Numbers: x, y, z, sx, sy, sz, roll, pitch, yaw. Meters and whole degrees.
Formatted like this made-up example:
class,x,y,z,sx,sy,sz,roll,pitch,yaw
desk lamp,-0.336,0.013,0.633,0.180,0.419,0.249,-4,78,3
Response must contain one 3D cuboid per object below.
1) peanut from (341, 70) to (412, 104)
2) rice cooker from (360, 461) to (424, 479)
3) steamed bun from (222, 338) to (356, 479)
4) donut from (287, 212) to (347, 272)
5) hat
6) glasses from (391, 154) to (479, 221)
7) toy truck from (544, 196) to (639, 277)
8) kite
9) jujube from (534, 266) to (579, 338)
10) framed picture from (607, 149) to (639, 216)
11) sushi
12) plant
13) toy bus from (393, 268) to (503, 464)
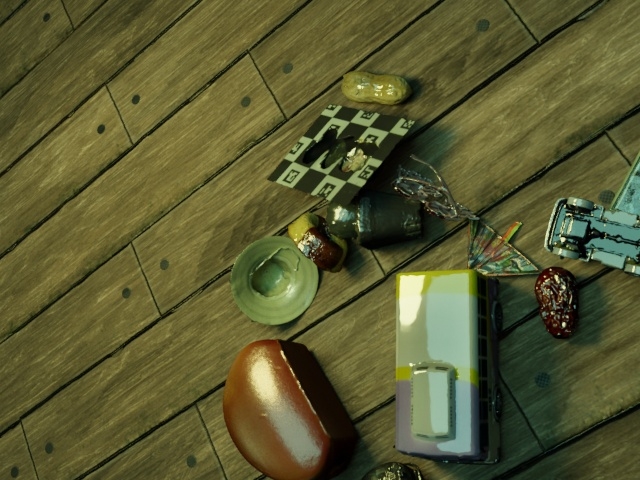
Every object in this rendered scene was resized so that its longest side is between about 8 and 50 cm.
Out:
class,x,y,z,sx,sy,sz,roll,pitch,yaw
peanut,0.148,-0.415,2.047,0.214,0.099,0.099,15,87,23
rice cooker,0.170,0.600,1.805,0.165,0.106,0.112,-37,42,26
steamed bun,-0.097,0.452,1.905,0.248,0.235,0.379,-37,66,13
donut,0.000,0.000,1.989,0.073,0.166,0.184,-53,48,23
hat,-0.137,0.101,2.064,0.252,0.252,0.110,-62,19,3
glasses,0.287,-0.133,1.870,0.255,0.162,0.095,41,113,25
toy truck,0.688,0.011,1.622,0.367,0.175,0.146,18,92,30
kite,0.434,0.029,1.832,0.183,0.014,0.241,-49,57,-1
jujube,0.544,0.143,1.722,0.104,0.104,0.166,-1,84,27
framed picture,0.764,-0.119,1.708,0.142,0.011,0.183,29,94,29
sushi,0.071,-0.207,2.000,0.296,0.100,0.373,-51,37,-13
plant,0.140,-0.053,1.936,0.256,0.164,0.142,2,80,16
toy bus,0.295,0.295,1.728,0.209,0.249,0.440,-3,78,27
